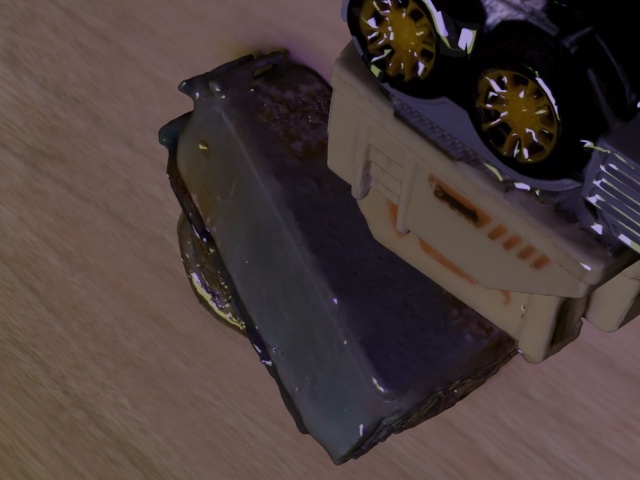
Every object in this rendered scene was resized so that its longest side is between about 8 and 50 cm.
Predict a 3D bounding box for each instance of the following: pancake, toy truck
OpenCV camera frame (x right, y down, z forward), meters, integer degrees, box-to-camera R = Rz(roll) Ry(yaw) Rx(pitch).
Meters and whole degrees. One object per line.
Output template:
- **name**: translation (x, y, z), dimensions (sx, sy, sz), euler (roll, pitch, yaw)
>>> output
- **pancake**: translation (-0.061, 0.027, 1.326), dimensions (0.152, 0.025, 0.151), euler (31, 139, 31)
- **toy truck**: translation (0.180, -0.014, 0.877), dimensions (0.405, 0.181, 0.254), euler (37, 140, 23)

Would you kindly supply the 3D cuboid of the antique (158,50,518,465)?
- **antique**: translation (0.000, 0.000, 1.155), dimensions (0.284, 0.150, 0.125), euler (55, 142, 13)
